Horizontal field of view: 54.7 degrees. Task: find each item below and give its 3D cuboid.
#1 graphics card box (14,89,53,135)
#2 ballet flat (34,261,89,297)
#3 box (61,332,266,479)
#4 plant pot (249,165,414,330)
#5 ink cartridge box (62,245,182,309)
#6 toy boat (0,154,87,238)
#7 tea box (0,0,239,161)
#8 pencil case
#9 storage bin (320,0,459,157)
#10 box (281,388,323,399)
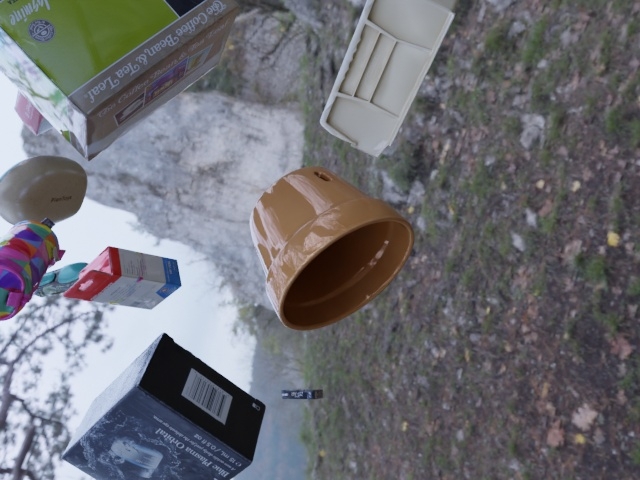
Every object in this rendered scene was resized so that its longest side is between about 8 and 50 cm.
[{"bbox_3d":[-0.554,-0.410,1.527,0.371,0.094,0.233,-39,8,-31],"label":"graphics card box"},{"bbox_3d":[-0.620,0.098,1.498,0.070,0.188,0.070,-11,-90,-73],"label":"ballet flat"},{"bbox_3d":[-0.175,0.218,0.708,0.158,0.156,0.093,-43,17,24],"label":"box"},{"bbox_3d":[0.000,0.000,1.162,0.203,0.291,0.290,52,146,31],"label":"plant pot"},{"bbox_3d":[-0.455,0.086,1.420,0.134,0.231,0.078,-35,57,31],"label":"ink cartridge box"},{"bbox_3d":[-0.733,-0.071,1.551,0.318,0.148,0.267,-67,-16,12],"label":"toy boat"},{"bbox_3d":[-0.377,-0.377,1.048,0.329,0.323,0.220,-44,4,-22],"label":"tea box"},{"bbox_3d":[-0.486,0.041,0.993,0.236,0.104,0.104,-112,35,-69],"label":"pencil case"},{"bbox_3d":[0.122,-0.309,1.015,0.262,0.123,0.260,-64,0,-54],"label":"storage bin"},{"bbox_3d":[-0.035,0.304,1.226,0.083,0.067,0.018,48,-140,-73],"label":"box"}]
